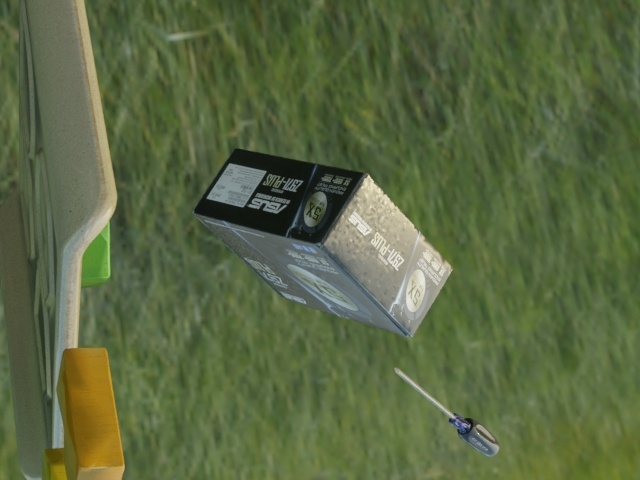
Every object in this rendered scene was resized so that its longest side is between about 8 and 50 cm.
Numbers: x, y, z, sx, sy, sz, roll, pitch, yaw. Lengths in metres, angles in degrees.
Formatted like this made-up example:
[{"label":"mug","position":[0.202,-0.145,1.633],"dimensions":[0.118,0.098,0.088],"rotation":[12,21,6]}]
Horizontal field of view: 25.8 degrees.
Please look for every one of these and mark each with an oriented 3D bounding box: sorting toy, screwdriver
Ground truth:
[{"label":"sorting toy","position":[-0.127,0.021,0.710],"dimensions":[0.041,0.307,0.229],"rotation":[-1,141,-19]},{"label":"screwdriver","position":[0.111,0.155,1.272],"dimensions":[0.025,0.024,0.170],"rotation":[-16,140,40]}]

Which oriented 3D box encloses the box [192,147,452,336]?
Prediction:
[{"label":"box","position":[0.000,0.000,1.240],"dimensions":[0.180,0.077,0.147],"rotation":[15,156,46]}]
